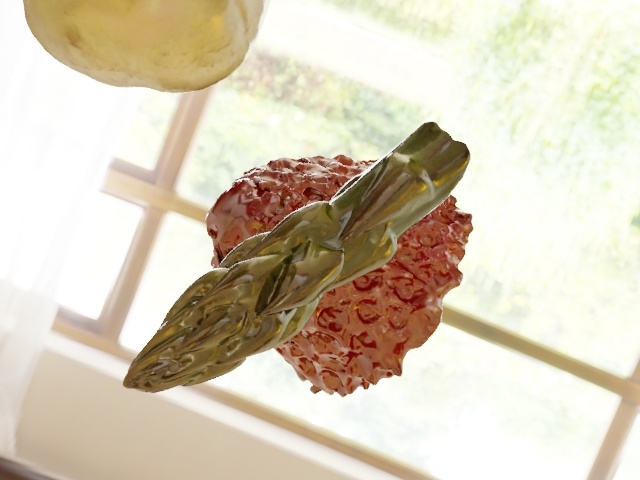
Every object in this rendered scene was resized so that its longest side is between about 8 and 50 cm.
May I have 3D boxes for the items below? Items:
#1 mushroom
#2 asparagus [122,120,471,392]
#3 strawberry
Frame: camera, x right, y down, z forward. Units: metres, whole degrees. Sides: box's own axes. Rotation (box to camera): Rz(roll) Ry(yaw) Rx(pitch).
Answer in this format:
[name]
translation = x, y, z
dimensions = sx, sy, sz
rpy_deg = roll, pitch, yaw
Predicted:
[mushroom]
translation = -0.096, -0.149, 0.660
dimensions = 0.148, 0.148, 0.112
rpy_deg = 24, 170, 15
[asparagus]
translation = -0.016, 0.019, 0.825
dimensions = 0.080, 0.287, 0.080
rpy_deg = 47, 161, 21
[strawberry]
translation = 0.000, 0.000, 1.003
dimensions = 0.178, 0.234, 0.234
rpy_deg = 29, -179, -36
